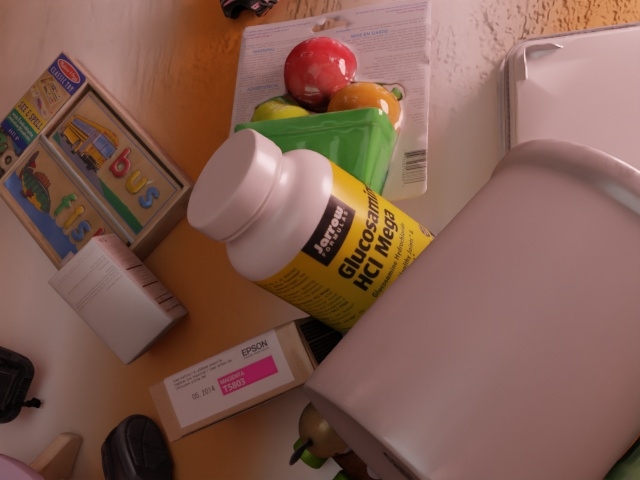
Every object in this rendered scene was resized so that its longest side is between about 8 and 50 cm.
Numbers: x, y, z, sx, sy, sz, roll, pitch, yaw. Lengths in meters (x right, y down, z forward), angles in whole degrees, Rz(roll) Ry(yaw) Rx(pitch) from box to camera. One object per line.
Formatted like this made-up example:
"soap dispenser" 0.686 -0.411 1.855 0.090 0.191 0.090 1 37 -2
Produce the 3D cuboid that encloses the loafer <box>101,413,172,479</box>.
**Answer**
"loafer" -0.265 0.419 1.229 0.095 0.109 0.302 -36 60 30

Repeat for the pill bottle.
"pill bottle" 0.000 0.000 1.074 0.188 0.334 0.188 -37 35 32

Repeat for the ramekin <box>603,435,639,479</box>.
"ramekin" 0.470 0.294 0.868 0.303 0.303 0.148 35 84 24

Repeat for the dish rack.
"dish rack" 0.406 -0.181 1.113 0.332 0.072 0.286 -3 69 19

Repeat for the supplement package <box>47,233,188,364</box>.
"supplement package" -0.315 0.090 1.282 0.105 0.105 0.179 -43 90 5

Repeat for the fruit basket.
"fruit basket" 0.012 -0.204 1.260 0.327 0.165 0.353 -5 60 19

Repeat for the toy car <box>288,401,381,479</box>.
"toy car" 0.028 0.262 1.096 0.149 0.188 0.155 40 93 24

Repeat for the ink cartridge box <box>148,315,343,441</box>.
"ink cartridge box" -0.093 0.186 1.153 0.234 0.193 0.088 -25 83 13

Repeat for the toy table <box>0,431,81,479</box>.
"toy table" -0.463 0.425 1.258 0.274 0.161 0.252 27 88 25

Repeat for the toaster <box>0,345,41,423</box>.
"toaster" -0.585 0.220 1.341 0.146 0.227 0.129 12 80 40

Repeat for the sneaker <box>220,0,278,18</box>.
"sneaker" -0.092 -0.420 1.385 0.178 0.072 0.077 -8 86 27

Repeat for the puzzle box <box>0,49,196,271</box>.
"puzzle box" -0.420 -0.117 1.434 0.272 0.052 0.409 -47 66 4

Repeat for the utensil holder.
"utensil holder" 0.217 0.131 0.930 0.327 0.327 0.385 40 76 24
